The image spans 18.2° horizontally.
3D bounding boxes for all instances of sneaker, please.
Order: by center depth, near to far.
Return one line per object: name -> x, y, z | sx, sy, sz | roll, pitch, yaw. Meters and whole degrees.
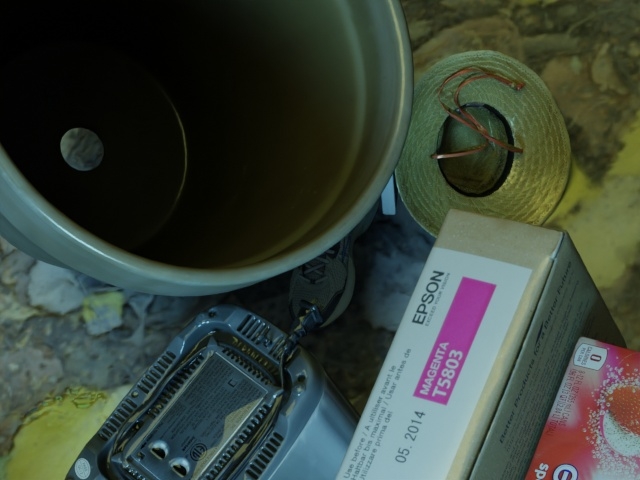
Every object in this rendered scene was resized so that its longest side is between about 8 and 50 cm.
sneaker -> 0.000, 0.000, 1.474 | 0.052, 0.058, 0.135 | 5, 66, 26

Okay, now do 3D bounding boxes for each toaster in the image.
toaster -> -0.058, 0.148, 1.363 | 0.129, 0.146, 0.227 | 33, 80, 33

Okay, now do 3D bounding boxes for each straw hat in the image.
straw hat -> 0.110, -0.067, 1.457 | 0.144, 0.144, 0.061 | -47, 15, -6

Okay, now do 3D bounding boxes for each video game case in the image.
video game case -> 0.054, -0.093, 1.473 | 0.011, 0.087, 0.122 | 3, 53, 7

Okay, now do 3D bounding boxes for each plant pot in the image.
plant pot -> -0.133, -0.098, 1.425 | 0.323, 0.280, 0.323 | 6, 75, -21

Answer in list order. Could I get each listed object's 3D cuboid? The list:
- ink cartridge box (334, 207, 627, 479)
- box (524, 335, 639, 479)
ink cartridge box -> 0.104, 0.126, 1.278 | 0.088, 0.193, 0.235 | 14, 69, 29
box -> 0.189, 0.206, 1.240 | 0.128, 0.122, 0.257 | 14, 70, 28
